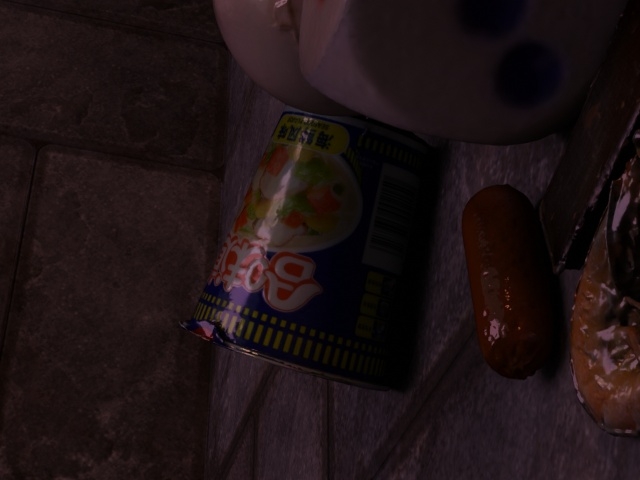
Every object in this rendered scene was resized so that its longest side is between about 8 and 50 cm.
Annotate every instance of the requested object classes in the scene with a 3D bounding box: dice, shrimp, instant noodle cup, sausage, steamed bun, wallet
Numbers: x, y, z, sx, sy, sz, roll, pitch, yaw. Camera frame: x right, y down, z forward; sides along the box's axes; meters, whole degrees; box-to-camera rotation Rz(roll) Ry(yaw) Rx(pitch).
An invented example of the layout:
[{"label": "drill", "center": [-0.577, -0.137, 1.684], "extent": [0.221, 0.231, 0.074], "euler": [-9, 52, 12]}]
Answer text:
[{"label": "dice", "center": [0.130, -0.243, 1.139], "extent": [0.243, 0.251, 0.259], "euler": [-101, 24, -63]}, {"label": "shrimp", "center": [0.241, 0.026, 0.919], "extent": [0.143, 0.052, 0.251], "euler": [-141, 53, -64]}, {"label": "instant noodle cup", "center": [0.000, 0.000, 1.556], "extent": [0.284, 0.284, 0.312], "euler": [-169, 97, -77]}, {"label": "sausage", "center": [0.172, 0.037, 1.142], "extent": [0.076, 0.076, 0.197], "euler": [115, 159, -50]}, {"label": "steamed bun", "center": [0.003, -0.290, 1.429], "extent": [0.309, 0.309, 0.309], "euler": [-170, 90, -77]}, {"label": "wallet", "center": [0.240, -0.089, 1.035], "extent": [0.122, 0.031, 0.232], "euler": [-92, 19, -57]}]

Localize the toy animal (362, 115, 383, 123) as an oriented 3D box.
[{"label": "toy animal", "center": [0.046, -0.216, 1.685], "extent": [0.138, 0.179, 0.166], "euler": [90, -166, -79]}]
